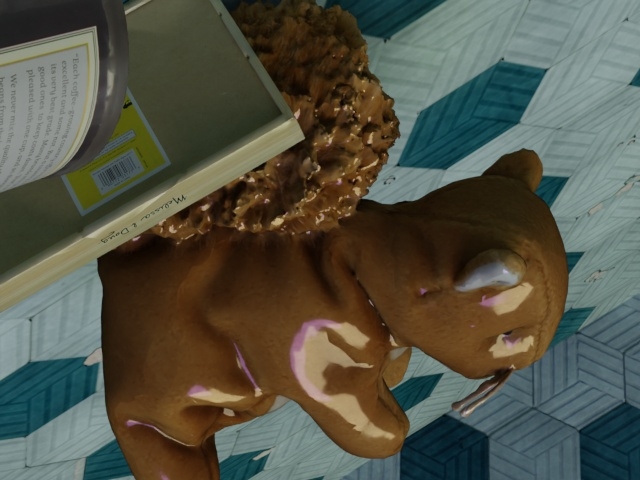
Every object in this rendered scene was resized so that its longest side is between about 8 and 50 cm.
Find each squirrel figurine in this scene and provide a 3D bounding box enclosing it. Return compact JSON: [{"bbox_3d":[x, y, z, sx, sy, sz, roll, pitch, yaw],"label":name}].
[{"bbox_3d":[0.000,0.000,0.984,0.370,0.397,0.281,-14,-159,27],"label":"squirrel figurine"}]

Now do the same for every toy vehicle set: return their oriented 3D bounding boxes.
[{"bbox_3d":[-0.167,-0.079,0.895,0.267,0.166,0.035,-30,155,-2],"label":"toy vehicle set"}]

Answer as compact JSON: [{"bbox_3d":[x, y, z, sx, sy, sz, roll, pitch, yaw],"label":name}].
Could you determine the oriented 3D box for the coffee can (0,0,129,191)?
[{"bbox_3d":[-0.270,-0.094,0.631,0.275,0.201,0.201,-27,160,-46],"label":"coffee can"}]
